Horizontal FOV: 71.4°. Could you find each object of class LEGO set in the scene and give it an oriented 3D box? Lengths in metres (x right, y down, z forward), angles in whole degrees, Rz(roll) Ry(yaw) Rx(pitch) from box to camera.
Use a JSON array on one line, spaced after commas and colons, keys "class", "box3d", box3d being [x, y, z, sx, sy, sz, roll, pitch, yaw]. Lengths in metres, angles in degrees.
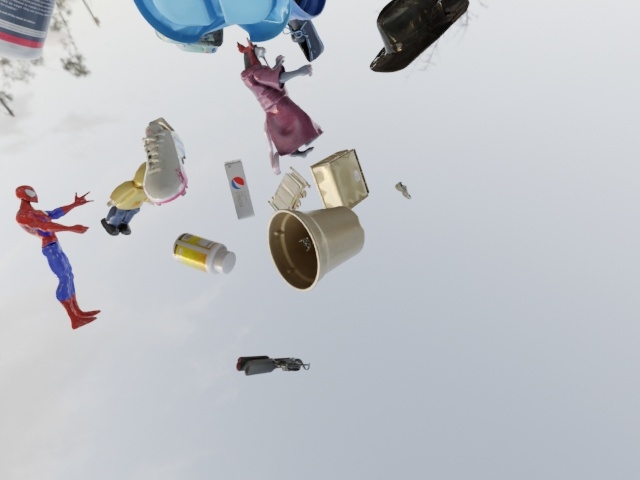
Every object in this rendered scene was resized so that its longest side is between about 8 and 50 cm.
[{"class": "LEGO set", "box3d": [-0.039, 0.010, 1.648, 0.083, 0.023, 0.054, -3, -110, -36]}]

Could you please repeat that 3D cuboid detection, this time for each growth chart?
[{"class": "growth chart", "box3d": [-0.134, -0.188, 1.873, 0.021, 0.237, 0.172, -3, -131, -46]}]

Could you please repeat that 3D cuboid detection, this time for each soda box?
[{"class": "soda box", "box3d": [-0.305, -0.193, 1.681, 0.069, 0.216, 0.074, -14, -158, -7]}]

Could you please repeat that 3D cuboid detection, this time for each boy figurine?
[{"class": "boy figurine", "box3d": [-0.625, -0.143, 1.509, 0.285, 0.177, 0.092, -46, -109, 21]}]

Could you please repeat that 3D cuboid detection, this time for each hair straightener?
[{"class": "hair straightener", "box3d": [-0.111, 0.348, 1.215, 0.089, 0.230, 0.047, 9, -96, 50]}]

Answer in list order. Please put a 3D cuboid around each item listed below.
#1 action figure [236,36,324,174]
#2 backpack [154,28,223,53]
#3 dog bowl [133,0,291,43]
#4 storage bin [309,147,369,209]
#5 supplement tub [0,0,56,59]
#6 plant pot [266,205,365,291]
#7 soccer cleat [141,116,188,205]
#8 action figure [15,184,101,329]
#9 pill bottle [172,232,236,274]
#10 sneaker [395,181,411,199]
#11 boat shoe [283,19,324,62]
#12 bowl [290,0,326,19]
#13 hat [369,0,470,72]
[{"class": "action figure", "box3d": [-0.148, -0.428, 1.352, 0.275, 0.370, 0.248, -39, -159, -2]}, {"class": "backpack", "box3d": [-0.474, -0.801, 1.597, 0.253, 0.191, 0.226, 0, -110, -12]}, {"class": "dog bowl", "box3d": [-0.190, -0.451, 0.799, 0.296, 0.166, 0.074, 4, -123, 12]}, {"class": "storage bin", "box3d": [0.106, -0.298, 2.223, 0.123, 0.263, 0.260, -6, -158, 41]}, {"class": "supplement tub", "box3d": [-0.543, -0.469, 0.745, 0.191, 0.273, 0.191, 26, -163, -9]}, {"class": "plant pot", "box3d": [0.000, 0.000, 1.811, 0.305, 0.334, 0.333, -20, -143, -37]}, {"class": "soccer cleat", "box3d": [-0.420, -0.214, 1.156, 0.115, 0.143, 0.331, -21, -143, -3]}, {"class": "action figure", "box3d": [-0.475, 0.013, 0.859, 0.138, 0.281, 0.091, -27, -167, -18]}, {"class": "pill bottle", "box3d": [-0.415, 0.052, 1.599, 0.214, 0.117, 0.117, 16, -130, 21]}, {"class": "sneaker", "box3d": [0.338, -0.202, 1.781, 0.037, 0.032, 0.083, -43, -94, -14]}, {"class": "boat shoe", "box3d": [-0.068, -0.769, 1.656, 0.109, 0.258, 0.089, 34, -93, 42]}, {"class": "bowl", "box3d": [-0.097, -0.728, 1.057, 0.077, 0.391, 0.391, -6, -139, 25]}, {"class": "hat", "box3d": [0.255, -0.647, 1.303, 0.331, 0.134, 0.332, -29, -145, 23]}]
